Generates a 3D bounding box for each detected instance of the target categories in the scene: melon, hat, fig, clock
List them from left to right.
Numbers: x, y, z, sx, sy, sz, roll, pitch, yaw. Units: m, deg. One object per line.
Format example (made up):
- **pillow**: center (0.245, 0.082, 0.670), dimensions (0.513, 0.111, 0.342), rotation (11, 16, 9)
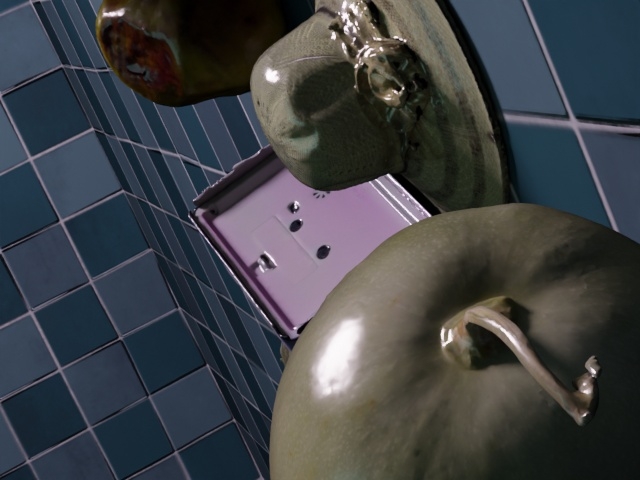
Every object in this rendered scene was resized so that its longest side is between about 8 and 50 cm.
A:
- **fig**: center (-0.095, -0.178, 1.241), dimensions (0.144, 0.154, 0.166), rotation (42, -167, 19)
- **clock**: center (0.001, -0.001, 1.153), dimensions (0.193, 0.145, 0.073), rotation (49, 174, 47)
- **hat**: center (0.012, -0.094, 0.998), dimensions (0.252, 0.110, 0.252), rotation (57, 167, 21)
- **melon**: center (0.100, 0.121, 0.767), dimensions (0.272, 0.272, 0.308), rotation (44, 150, 55)

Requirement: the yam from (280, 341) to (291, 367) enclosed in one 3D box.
- **yam**: center (0.034, 0.100, 1.298), dimensions (0.133, 0.133, 0.330), rotation (63, 172, -4)
